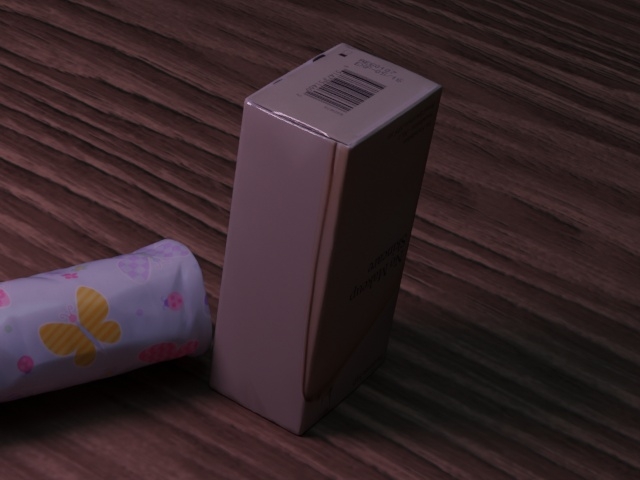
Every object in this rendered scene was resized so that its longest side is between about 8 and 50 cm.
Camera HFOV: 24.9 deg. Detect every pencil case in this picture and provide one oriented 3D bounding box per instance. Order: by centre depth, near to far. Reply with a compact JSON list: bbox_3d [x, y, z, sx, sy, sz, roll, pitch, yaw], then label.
[{"bbox_3d":[-0.233,0.077,1.295,0.273,0.113,0.124,-13,6,-30],"label":"pencil case"}]

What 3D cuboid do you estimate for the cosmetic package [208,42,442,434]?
[{"bbox_3d":[0.000,0.000,1.294,0.113,0.309,0.160,26,38,24],"label":"cosmetic package"}]
